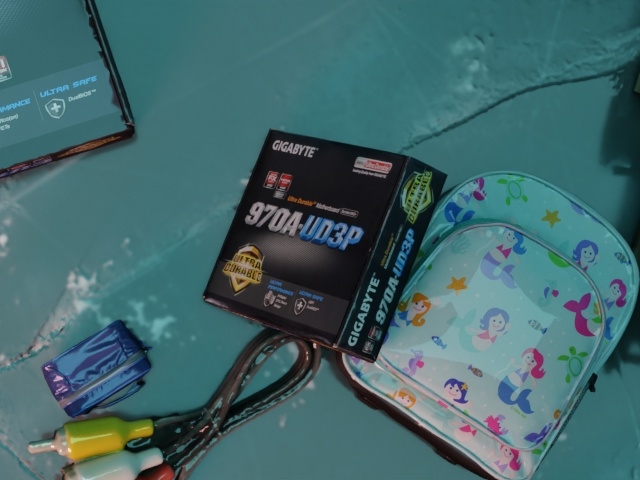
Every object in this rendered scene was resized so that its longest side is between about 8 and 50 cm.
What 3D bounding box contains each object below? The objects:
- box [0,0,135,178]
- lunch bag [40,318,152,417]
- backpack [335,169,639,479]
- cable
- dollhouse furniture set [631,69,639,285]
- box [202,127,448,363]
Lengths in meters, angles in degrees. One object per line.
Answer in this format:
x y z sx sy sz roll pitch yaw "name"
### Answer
-0.351 -0.193 1.662 0.296 0.073 0.293 -17 89 -6 "box"
-0.198 0.118 1.656 0.098 0.067 0.065 -31 90 -6 "lunch bag"
0.158 0.064 1.633 0.225 0.191 0.253 35 80 -1 "backpack"
-0.115 0.183 1.652 0.287 0.072 0.139 -24 108 -9 "cable"
0.398 -0.048 1.653 0.198 0.286 0.303 10 114 -11 "dollhouse furniture set"
0.000 0.000 1.608 0.051 0.220 0.175 25 85 -36 "box"
